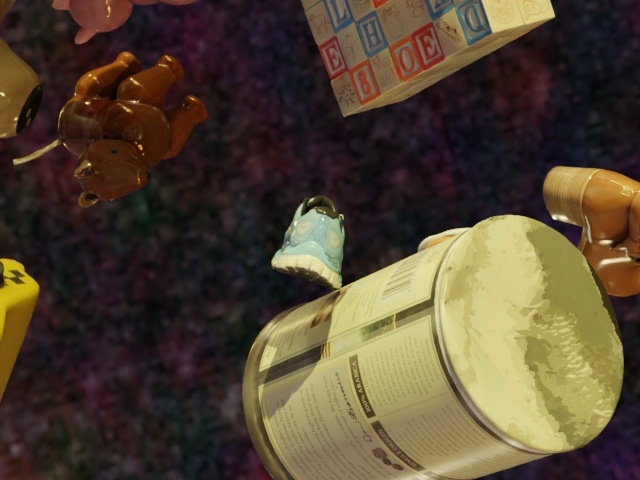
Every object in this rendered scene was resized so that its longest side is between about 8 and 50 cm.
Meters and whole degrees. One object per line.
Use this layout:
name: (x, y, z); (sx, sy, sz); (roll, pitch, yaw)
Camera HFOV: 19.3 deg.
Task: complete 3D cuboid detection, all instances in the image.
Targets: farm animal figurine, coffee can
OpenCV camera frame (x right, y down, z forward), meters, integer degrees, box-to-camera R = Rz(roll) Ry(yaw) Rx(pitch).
farm animal figurine: (-0.210, -0.156, 1.097); (0.327, 0.172, 0.330); (32, 150, 26)
coffee can: (0.092, 0.115, 1.615); (0.275, 0.201, 0.201); (-26, 81, 48)

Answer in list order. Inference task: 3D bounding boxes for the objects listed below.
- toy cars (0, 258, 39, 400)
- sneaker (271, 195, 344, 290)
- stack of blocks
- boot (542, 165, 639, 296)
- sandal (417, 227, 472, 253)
toy cars: (-0.218, 0.010, 0.835); (0.087, 0.176, 0.393); (30, 159, 27)
sneaker: (0.000, 0.000, 1.592); (0.162, 0.063, 0.073); (178, 111, -85)
stack of blocks: (0.102, -0.258, 1.971); (0.297, 0.087, 0.171); (-24, 85, 58)
boot: (0.306, 0.008, 1.760); (0.152, 0.073, 0.197); (16, 160, 43)
sandal: (0.189, 0.092, 1.860); (0.265, 0.102, 0.076); (51, -144, -31)
